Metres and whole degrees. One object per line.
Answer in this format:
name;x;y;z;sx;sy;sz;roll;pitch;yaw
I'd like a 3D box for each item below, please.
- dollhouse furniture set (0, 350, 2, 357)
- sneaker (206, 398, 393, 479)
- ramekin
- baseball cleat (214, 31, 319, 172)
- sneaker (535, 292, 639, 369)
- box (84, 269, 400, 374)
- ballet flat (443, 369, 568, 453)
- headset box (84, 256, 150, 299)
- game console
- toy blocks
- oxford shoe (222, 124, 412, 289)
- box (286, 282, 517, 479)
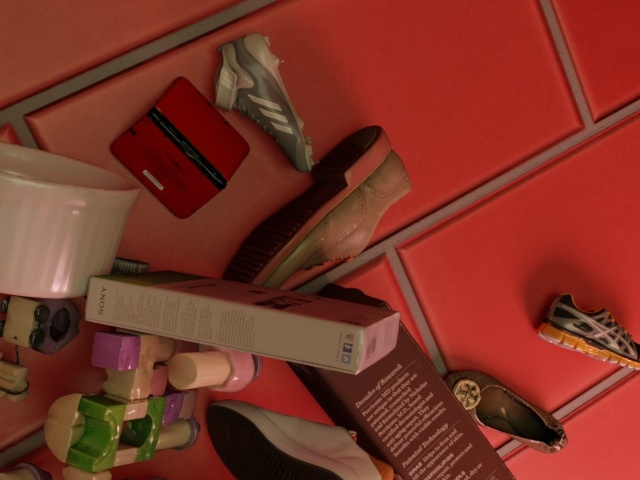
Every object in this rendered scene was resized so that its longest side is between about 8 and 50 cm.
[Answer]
dollhouse furniture set;-0.529;0.097;1.131;0.301;0.198;0.151;40;57;-17
sneaker;-0.029;0.288;1.354;0.123;0.290;0.105;-13;117;-47
ramekin;-0.360;-0.031;1.170;0.277;0.277;0.135;12;98;-23
baseball cleat;-0.083;-0.178;1.379;0.110;0.072;0.205;-22;99;-4
sneaker;0.452;0.150;1.614;0.215;0.084;0.083;21;83;-22
box;-0.082;0.090;1.190;0.322;0.232;0.058;11;93;14
ballet flat;0.295;0.274;1.574;0.250;0.058;0.084;31;83;-22
headset box;-0.268;0.054;1.339;0.083;0.032;0.062;12;91;-21
game console;-0.189;-0.125;1.363;0.124;0.085;0.144;-37;110;18
toy blocks;-0.234;0.233;1.302;0.260;0.309;0.288;8;95;-66
oxford shoe;0.000;0.000;1.396;0.348;0.123;0.130;-45;116;-10
box;0.110;0.252;1.427;0.143;0.191;0.381;-39;108;-14
